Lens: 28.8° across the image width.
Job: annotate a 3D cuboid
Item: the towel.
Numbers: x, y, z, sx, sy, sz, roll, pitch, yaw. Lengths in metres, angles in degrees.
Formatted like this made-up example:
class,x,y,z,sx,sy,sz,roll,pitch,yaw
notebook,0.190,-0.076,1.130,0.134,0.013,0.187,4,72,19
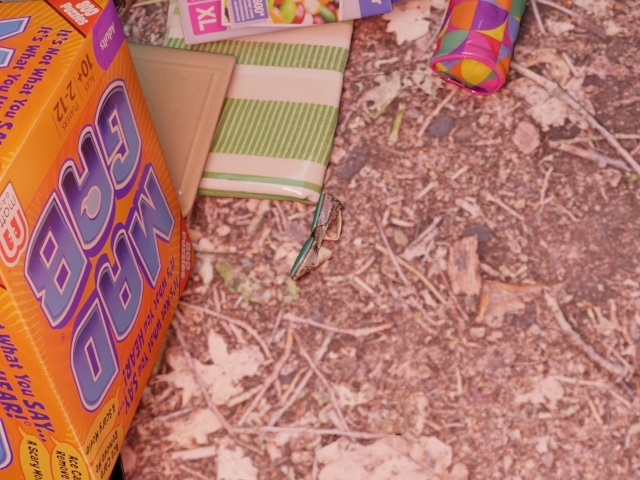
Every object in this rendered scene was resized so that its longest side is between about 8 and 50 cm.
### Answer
class,x,y,z,sx,sy,sz,roll,pitch,yaw
towel,-0.090,-0.204,1.567,0.247,0.038,0.325,5,68,10

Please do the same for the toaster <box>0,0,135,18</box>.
class,x,y,z,sx,sy,sz,roll,pitch,yaw
toaster,-0.332,-0.328,1.584,0.110,0.168,0.186,36,79,17

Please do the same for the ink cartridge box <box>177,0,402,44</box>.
class,x,y,z,sx,sy,sz,roll,pitch,yaw
ink cartridge box,-0.029,-0.354,1.514,0.311,0.065,0.186,-9,110,2

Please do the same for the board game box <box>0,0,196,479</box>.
class,x,y,z,sx,sy,sz,roll,pitch,yaw
board game box,-0.378,0.003,1.270,0.356,0.357,0.356,-1,40,15

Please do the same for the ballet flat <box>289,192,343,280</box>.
class,x,y,z,sx,sy,sz,roll,pitch,yaw
ballet flat,0.000,0.000,1.470,0.041,0.041,0.114,17,73,15

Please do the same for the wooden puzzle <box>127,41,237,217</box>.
class,x,y,z,sx,sy,sz,roll,pitch,yaw
wooden puzzle,-0.232,-0.139,1.520,0.220,0.044,0.239,9,65,14

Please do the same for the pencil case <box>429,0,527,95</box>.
class,x,y,z,sx,sy,sz,roll,pitch,yaw
pencil case,0.205,-0.297,1.527,0.104,0.104,0.236,13,69,13

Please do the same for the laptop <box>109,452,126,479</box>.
class,x,y,z,sx,sy,sz,roll,pitch,yaw
laptop,-0.395,0.247,1.443,0.381,0.236,0.408,-11,95,5
